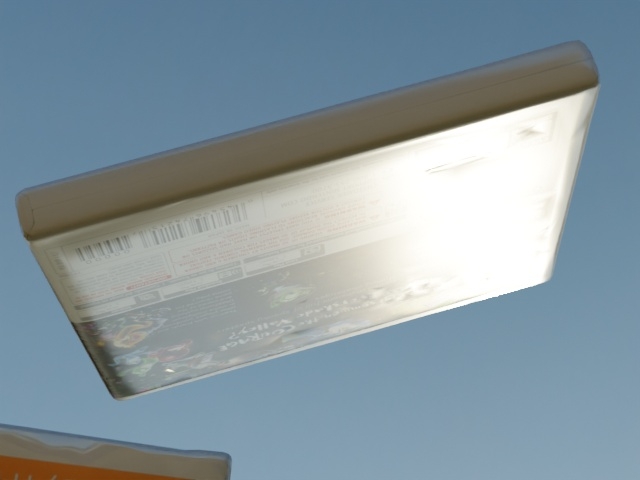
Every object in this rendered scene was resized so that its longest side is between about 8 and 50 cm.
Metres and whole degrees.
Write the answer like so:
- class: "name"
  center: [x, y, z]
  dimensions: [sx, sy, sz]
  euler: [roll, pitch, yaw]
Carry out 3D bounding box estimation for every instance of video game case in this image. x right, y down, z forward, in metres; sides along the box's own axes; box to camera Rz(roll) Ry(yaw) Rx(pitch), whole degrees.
- class: "video game case"
  center: [0.000, 0.000, 0.566]
  dimensions: [0.190, 0.022, 0.173]
  euler: [-16, -23, -4]

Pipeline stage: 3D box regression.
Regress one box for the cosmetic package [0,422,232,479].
- class: "cosmetic package"
  center: [-0.193, 0.340, 0.883]
  dimensions: [0.230, 0.453, 0.161]
  euler: [8, -21, -6]
